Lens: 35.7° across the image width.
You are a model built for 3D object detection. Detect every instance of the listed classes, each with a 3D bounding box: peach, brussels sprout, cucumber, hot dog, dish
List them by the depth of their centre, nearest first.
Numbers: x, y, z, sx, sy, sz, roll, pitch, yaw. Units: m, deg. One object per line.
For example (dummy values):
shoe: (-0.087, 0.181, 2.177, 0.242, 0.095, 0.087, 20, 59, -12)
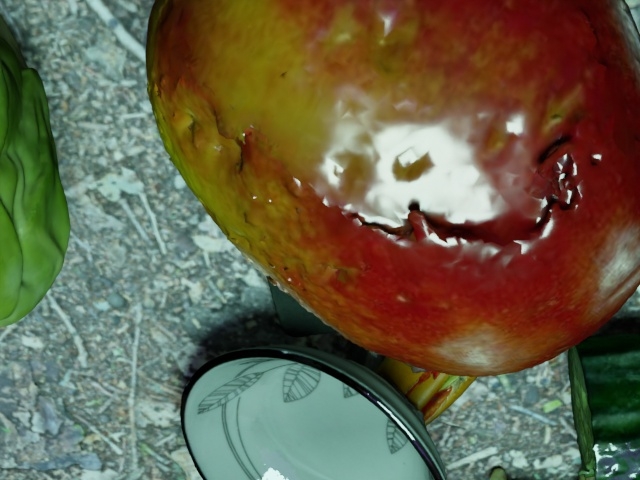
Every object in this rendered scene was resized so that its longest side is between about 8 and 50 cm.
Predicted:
peach: (0.070, -0.083, 0.727, 0.339, 0.353, 0.416, -33, 118, 20)
brussels sprout: (-0.327, -0.060, 0.769, 0.247, 0.328, 0.328, -2, 121, -1)
cucumber: (0.309, 0.175, 0.983, 0.130, 0.191, 0.191, 1, 122, 1)
hot dog: (0.128, 0.111, 1.014, 0.092, 0.062, 0.236, 27, 117, -11)
dish: (0.010, 0.211, 1.018, 0.316, 0.106, 0.317, 18, 129, 23)

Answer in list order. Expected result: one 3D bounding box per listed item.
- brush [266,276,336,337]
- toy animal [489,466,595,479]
brush: (0.000, 0.000, 0.949, 0.123, 0.059, 0.197, -12, 119, 10)
toy animal: (0.248, 0.321, 1.083, 0.168, 0.233, 0.121, 15, 118, 40)
